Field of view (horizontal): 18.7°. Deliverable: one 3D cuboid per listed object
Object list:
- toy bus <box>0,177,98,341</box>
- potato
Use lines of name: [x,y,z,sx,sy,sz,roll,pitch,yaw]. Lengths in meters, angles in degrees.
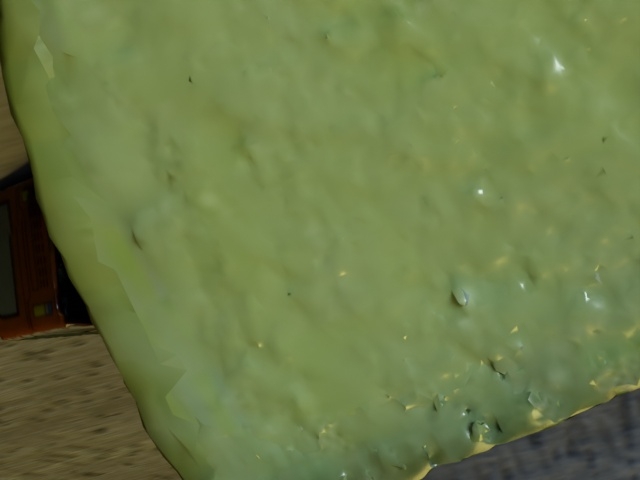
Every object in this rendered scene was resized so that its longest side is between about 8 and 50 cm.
toy bus: [0.000,0.000,1.114,0.408,0.093,0.092,-2,172,-42]
potato: [0.103,-0.119,0.482,0.330,0.213,0.280,-26,-171,29]
